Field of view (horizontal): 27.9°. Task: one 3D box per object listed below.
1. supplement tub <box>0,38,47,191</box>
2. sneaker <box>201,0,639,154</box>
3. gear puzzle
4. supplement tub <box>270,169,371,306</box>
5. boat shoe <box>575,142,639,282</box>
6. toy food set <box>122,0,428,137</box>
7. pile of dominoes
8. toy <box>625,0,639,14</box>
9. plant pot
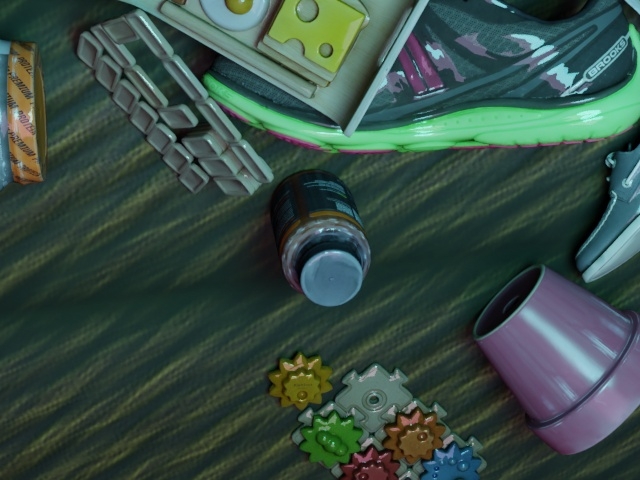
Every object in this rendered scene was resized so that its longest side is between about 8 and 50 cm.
[{"bbox_3d":[-0.454,-0.130,1.361,0.316,0.193,0.193,-4,116,-7],"label":"supplement tub"},{"bbox_3d":[0.111,-0.198,1.422,0.482,0.185,0.202,-2,93,2],"label":"sneaker"},{"bbox_3d":[0.068,0.256,1.701,0.175,0.044,0.339,-42,114,12],"label":"gear puzzle"},{"bbox_3d":[0.000,0.000,1.484,0.106,0.198,0.106,-3,115,-6],"label":"supplement tub"},{"bbox_3d":[0.405,-0.087,1.576,0.099,0.116,0.319,45,116,20],"label":"boat shoe"},{"bbox_3d":[-0.047,-0.269,1.281,0.306,0.092,0.220,31,107,6],"label":"toy food set"},{"bbox_3d":[-0.156,-0.152,1.419,0.040,0.196,0.251,-49,117,-23],"label":"pile of dominoes"},{"bbox_3d":[0.406,-0.286,1.441,0.237,0.137,0.056,41,141,-25],"label":"toy"},{"bbox_3d":[0.297,0.134,1.605,0.180,0.201,0.201,43,104,-6],"label":"plant pot"}]
